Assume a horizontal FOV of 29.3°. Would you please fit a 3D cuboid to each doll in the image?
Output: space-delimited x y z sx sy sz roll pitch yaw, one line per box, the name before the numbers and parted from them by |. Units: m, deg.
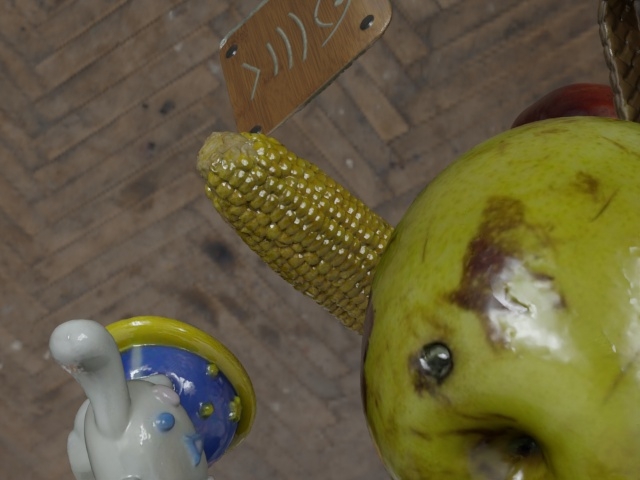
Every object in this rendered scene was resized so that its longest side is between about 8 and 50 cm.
doll | -0.173 0.152 1.108 0.159 0.242 0.311 -4 134 23

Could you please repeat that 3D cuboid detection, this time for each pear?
pear | 0.146 0.068 0.709 0.283 0.283 0.283 2 128 3

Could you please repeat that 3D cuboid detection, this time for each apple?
apple | 0.338 -0.084 1.508 0.234 0.234 0.234 2 128 3

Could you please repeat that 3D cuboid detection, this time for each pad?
pad | -0.028 -0.291 1.734 0.284 0.286 0.018 -40 129 19

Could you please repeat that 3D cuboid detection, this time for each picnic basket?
picnic basket | 0.273 -0.104 0.896 0.110 0.055 0.193 -4 105 47

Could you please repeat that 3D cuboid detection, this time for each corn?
corn | 0.000 0.000 1.017 0.097 0.097 0.261 -34 124 27
